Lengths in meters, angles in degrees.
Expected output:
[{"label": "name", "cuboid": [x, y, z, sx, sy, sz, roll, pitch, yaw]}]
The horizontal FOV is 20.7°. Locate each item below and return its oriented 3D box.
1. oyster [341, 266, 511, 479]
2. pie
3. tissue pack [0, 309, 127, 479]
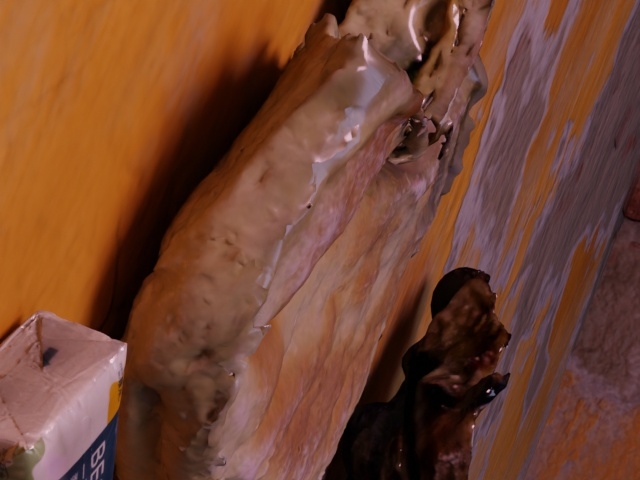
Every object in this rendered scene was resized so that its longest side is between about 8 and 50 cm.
[{"label": "oyster", "cuboid": [0.046, 0.190, 1.165, 0.221, 0.096, 0.361, -36, 145, -74]}, {"label": "pie", "cuboid": [0.000, 0.000, 0.762, 0.337, 0.075, 0.337, -62, 170, -20]}, {"label": "tissue pack", "cuboid": [-0.093, 0.073, 0.566, 0.062, 0.042, 0.083, -49, 155, -49]}]
